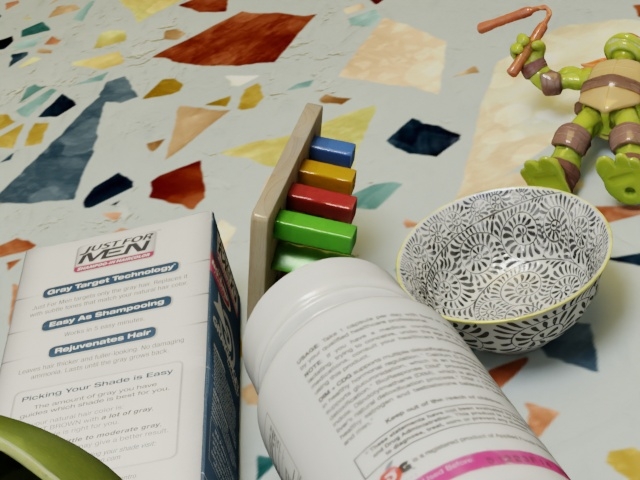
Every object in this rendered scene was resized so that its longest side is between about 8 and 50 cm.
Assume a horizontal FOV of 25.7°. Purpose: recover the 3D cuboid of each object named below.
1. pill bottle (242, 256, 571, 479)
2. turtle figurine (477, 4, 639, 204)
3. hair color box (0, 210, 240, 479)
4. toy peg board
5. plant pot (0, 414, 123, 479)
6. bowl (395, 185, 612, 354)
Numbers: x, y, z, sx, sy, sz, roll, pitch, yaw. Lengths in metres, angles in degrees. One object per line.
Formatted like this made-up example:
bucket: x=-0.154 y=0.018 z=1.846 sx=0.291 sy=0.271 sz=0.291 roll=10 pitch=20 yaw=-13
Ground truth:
pill bottle: x=0.051 y=0.138 z=0.949 sx=0.160 sy=0.160 sz=0.283 roll=-23 pitch=36 yaw=-9
turtle figurine: x=0.254 y=-0.125 z=1.287 sx=0.269 sy=0.087 sz=0.217 roll=10 pitch=50 yaw=20
hair color box: x=-0.155 y=0.131 z=1.085 sx=0.174 sy=0.105 sz=0.347 roll=-11 pitch=36 yaw=6
toy peg board: x=0.000 y=0.000 z=1.171 sx=0.079 sy=0.161 sz=0.160 roll=13 pitch=42 yaw=9
plant pot: x=-0.193 y=0.209 z=0.774 sx=0.275 sy=0.275 sz=0.293 roll=-12 pitch=-1 yaw=5
bowl: x=0.150 y=0.037 z=1.114 sx=0.170 sy=0.080 sz=0.170 roll=-11 pitch=37 yaw=8
